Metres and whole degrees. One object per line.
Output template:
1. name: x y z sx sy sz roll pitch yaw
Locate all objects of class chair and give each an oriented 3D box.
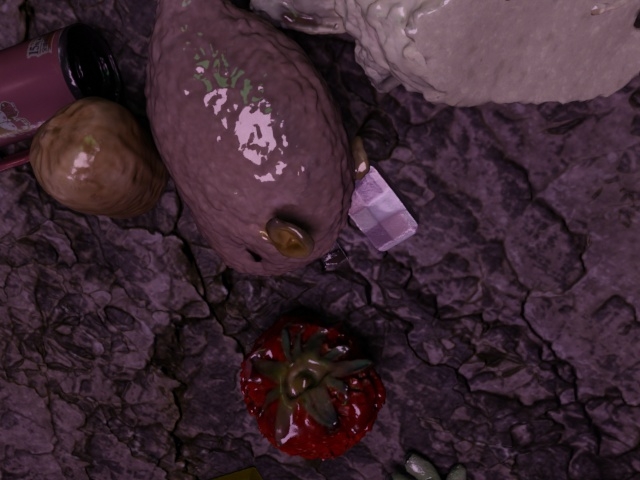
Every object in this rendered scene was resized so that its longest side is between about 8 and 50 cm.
1. chair: 0.000 0.001 0.926 0.037 0.042 0.086 -21 108 23

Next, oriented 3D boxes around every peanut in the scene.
1. peanut: -0.241 -0.089 0.824 0.137 0.253 0.122 27 89 5

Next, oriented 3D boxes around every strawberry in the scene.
1. strawberry: -0.009 0.201 0.955 0.187 0.184 0.201 4 143 5

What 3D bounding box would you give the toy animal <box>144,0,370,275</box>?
1. toy animal: -0.069 -0.111 0.786 0.226 0.188 0.358 11 135 40

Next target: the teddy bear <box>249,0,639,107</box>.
1. teddy bear: 0.098 -0.302 0.731 0.375 0.362 0.327 -16 140 -24

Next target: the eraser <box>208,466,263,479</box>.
1. eraser: -0.136 0.413 1.132 0.122 0.045 0.097 -21 109 19

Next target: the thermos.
1. thermos: -0.411 -0.161 0.909 0.330 0.136 0.109 -13 77 16

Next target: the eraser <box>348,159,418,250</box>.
1. eraser: 0.069 -0.042 0.902 0.065 0.026 0.105 -33 104 19

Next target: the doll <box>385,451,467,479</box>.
1. doll: 0.168 0.369 1.049 0.150 0.077 0.115 42 77 3
